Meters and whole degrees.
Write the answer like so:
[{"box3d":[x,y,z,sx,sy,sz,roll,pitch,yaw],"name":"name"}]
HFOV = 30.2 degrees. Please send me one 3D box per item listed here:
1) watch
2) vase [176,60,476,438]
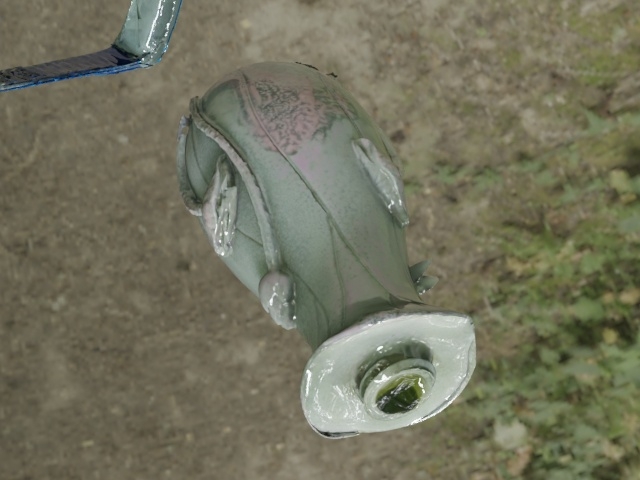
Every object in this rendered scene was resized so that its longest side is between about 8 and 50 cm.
[{"box3d":[-0.258,-0.305,1.320,0.274,0.068,0.276,-18,133,-48],"name":"watch"},{"box3d":[0.000,0.000,1.273,0.250,0.445,0.250,-14,136,-14],"name":"vase"}]
